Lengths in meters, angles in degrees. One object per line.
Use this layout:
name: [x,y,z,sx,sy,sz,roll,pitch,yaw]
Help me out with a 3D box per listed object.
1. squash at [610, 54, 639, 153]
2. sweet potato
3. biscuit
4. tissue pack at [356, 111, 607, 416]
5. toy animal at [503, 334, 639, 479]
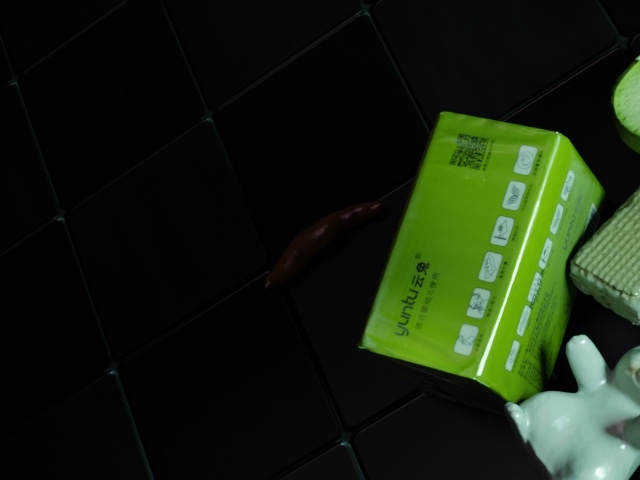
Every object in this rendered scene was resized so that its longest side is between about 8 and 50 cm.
squash: [0.422,-0.154,1.660,0.219,0.041,0.219,-13,38,10]
sweet potato: [-0.002,-0.001,1.879,0.179,0.044,0.044,-39,57,10]
biscuit: [0.373,-0.022,1.635,0.239,0.062,0.108,-45,47,-11]
tissue pack: [0.178,0.032,1.671,0.167,0.200,0.275,14,78,30]
toy animal: [0.322,0.155,1.580,0.282,0.138,0.140,-42,51,7]
